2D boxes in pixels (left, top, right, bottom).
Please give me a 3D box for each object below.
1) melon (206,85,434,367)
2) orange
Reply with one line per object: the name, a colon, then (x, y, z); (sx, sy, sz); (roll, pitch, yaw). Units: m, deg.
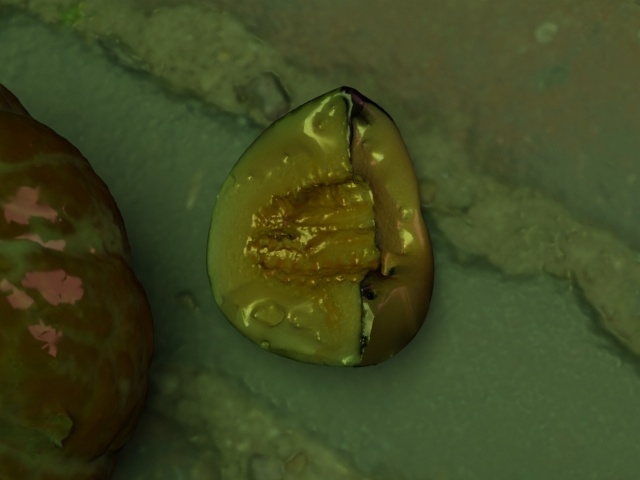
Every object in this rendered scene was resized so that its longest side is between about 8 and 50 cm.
melon: (0.000, 0.000, 0.855); (0.128, 0.079, 0.160); (-8, 79, 26)
orange: (-0.251, 0.057, 0.791); (0.329, 0.249, 0.329); (-3, 75, 10)
